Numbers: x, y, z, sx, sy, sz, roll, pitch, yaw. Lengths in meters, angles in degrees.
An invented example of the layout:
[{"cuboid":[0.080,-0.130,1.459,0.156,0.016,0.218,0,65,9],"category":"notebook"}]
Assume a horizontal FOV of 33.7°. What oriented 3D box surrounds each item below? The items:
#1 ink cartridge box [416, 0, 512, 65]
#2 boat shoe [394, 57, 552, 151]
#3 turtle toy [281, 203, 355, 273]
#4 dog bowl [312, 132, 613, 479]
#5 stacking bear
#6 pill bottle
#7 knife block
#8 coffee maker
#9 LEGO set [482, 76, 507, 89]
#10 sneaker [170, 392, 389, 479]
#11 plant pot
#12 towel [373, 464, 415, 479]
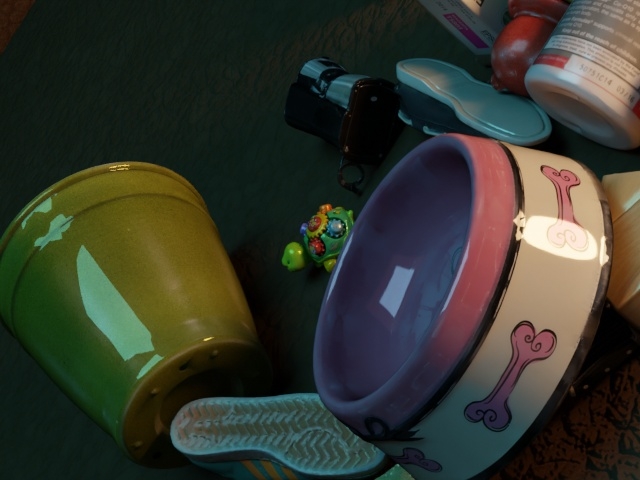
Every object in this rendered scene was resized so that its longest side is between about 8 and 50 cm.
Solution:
[{"cuboid":[0.225,-0.386,1.469,0.088,0.234,0.193,8,69,52],"category":"ink cartridge box"},{"cuboid":[0.205,-0.165,1.445,0.302,0.114,0.091,-132,36,-53],"category":"boat shoe"},{"cuboid":[0.000,0.000,1.562,0.130,0.066,0.095,-46,37,12],"category":"turtle toy"},{"cuboid":[0.135,0.061,1.189,0.408,0.150,0.408,-52,23,33],"category":"dog bowl"},{"cuboid":[0.318,-0.322,1.392,0.175,0.164,0.289,14,78,52],"category":"stacking bear"},{"cuboid":[0.383,-0.266,1.260,0.283,0.161,0.161,-57,36,-3],"category":"pill bottle"},{"cuboid":[0.350,0.046,1.112,0.275,0.088,0.242,-5,60,47],"category":"knife block"},{"cuboid":[0.022,-0.188,1.641,0.171,0.120,0.178,-57,35,-1],"category":"coffee maker"},{"cuboid":[0.258,-0.219,1.487,0.054,0.023,0.083,-58,23,-7],"category":"LEGO set"},{"cuboid":[-0.040,0.268,1.377,0.302,0.121,0.108,2,59,26],"category":"sneaker"},{"cuboid":[-0.249,0.130,1.545,0.366,0.366,0.353,-50,48,7],"category":"plant pot"},{"cuboid":[0.108,0.318,1.224,0.110,0.027,0.148,-37,39,22],"category":"towel"}]
